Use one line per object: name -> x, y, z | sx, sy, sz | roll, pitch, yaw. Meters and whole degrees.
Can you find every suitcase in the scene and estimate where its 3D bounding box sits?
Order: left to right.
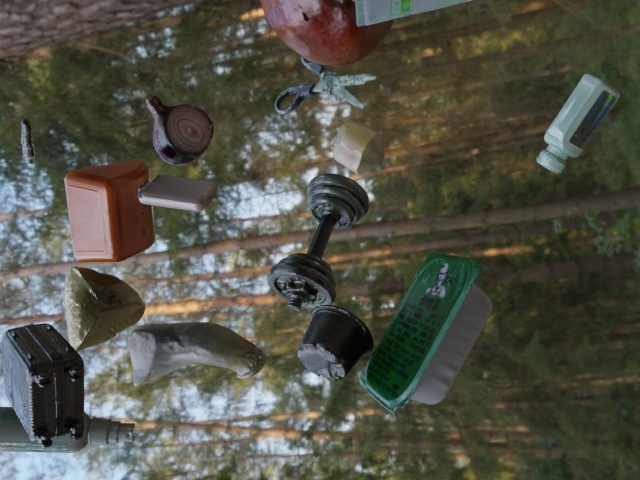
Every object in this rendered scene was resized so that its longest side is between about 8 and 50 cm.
suitcase -> -0.643, 0.327, 1.544 | 0.128, 0.312, 0.202 | -6, -73, -37

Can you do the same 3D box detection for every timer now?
timer -> -0.556, -0.082, 1.857 | 0.250, 0.161, 0.258 | -35, -53, -63

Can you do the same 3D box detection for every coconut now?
coconut -> 0.122, -0.277, 1.997 | 0.147, 0.152, 0.147 | -48, -19, -22

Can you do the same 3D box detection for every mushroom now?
mushroom -> -0.352, 0.318, 1.917 | 0.126, 0.396, 0.178 | 5, -100, -78

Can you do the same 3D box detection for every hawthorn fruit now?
hawthorn fruit -> 0.025, -0.480, 1.217 | 0.311, 0.294, 0.295 | 117, 146, -79

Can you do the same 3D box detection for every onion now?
onion -> -0.428, -0.323, 1.921 | 0.218, 0.139, 0.195 | 40, -124, -19

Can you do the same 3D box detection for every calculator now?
calculator -> -0.297, -0.101, 1.395 | 0.100, 0.174, 0.032 | -64, -21, -55

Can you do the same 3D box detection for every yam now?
yam -> -0.641, -0.211, 1.447 | 0.027, 0.029, 0.234 | -68, 13, -21

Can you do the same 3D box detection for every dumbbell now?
dumbbell -> 0.000, 0.000, 1.684 | 0.179, 0.179, 0.406 | 64, -141, -49

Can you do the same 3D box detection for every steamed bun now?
steamed bun -> -0.590, 0.175, 1.824 | 0.110, 0.212, 0.231 | -19, 80, 63

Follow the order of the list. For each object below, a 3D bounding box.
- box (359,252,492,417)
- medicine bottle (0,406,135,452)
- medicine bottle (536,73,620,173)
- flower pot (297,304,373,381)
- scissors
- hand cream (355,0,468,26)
box -> 0.228, 0.197, 1.348 | 0.337, 0.106, 0.264 | -59, 14, -4
medicine bottle -> -0.655, 0.486, 1.697 | 0.110, 0.351, 0.110 | -177, 90, -84
medicine bottle -> 0.602, -0.270, 1.570 | 0.121, 0.229, 0.083 | 10, -152, -46
flower pot -> 0.023, 0.231, 1.438 | 0.107, 0.157, 0.158 | -53, -42, -36
scissors -> 0.022, -0.455, 1.938 | 0.029, 0.383, 0.256 | 30, -91, -43
hand cream -> 0.187, -0.381, 1.004 | 0.050, 0.275, 0.079 | -102, -2, -45
